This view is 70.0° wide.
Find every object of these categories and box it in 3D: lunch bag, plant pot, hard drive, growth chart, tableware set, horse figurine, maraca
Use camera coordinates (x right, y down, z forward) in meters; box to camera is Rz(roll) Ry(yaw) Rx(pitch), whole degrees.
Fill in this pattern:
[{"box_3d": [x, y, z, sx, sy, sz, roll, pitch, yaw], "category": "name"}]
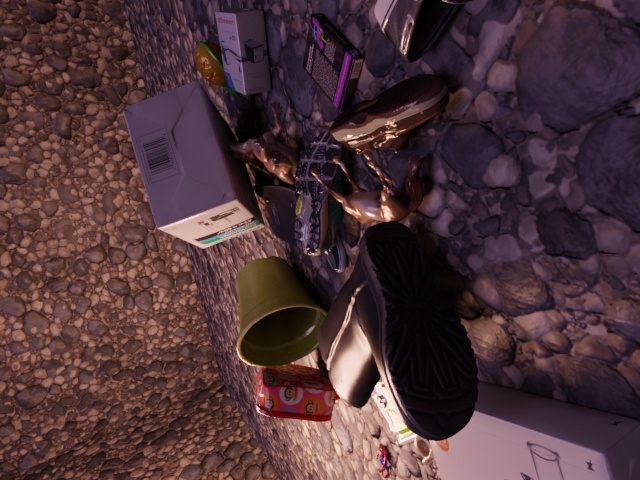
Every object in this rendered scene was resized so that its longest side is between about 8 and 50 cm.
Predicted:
[{"box_3d": [-0.065, 0.452, 1.393, 0.293, 0.258, 0.120, 165, 113, -81], "category": "lunch bag"}, {"box_3d": [-0.139, 0.192, 1.372, 0.254, 0.276, 0.276, -116, 23, -43], "category": "plant pot"}, {"box_3d": [-0.085, -0.075, 1.260, 0.254, 0.054, 0.172, 17, 126, 63], "category": "hard drive"}, {"box_3d": [0.166, 0.399, 1.143, 0.237, 0.021, 0.172, 55, 149, 29], "category": "growth chart"}, {"box_3d": [0.228, 0.403, 0.999, 0.169, 0.020, 0.141, 58, 143, 26], "category": "tableware set"}, {"box_3d": [0.098, -0.086, 0.846, 0.263, 0.066, 0.174, 1, 138, 54], "category": "horse figurine"}, {"box_3d": [-0.303, -0.507, 1.365, 0.186, 0.099, 0.127, 55, 171, -31], "category": "maraca"}]

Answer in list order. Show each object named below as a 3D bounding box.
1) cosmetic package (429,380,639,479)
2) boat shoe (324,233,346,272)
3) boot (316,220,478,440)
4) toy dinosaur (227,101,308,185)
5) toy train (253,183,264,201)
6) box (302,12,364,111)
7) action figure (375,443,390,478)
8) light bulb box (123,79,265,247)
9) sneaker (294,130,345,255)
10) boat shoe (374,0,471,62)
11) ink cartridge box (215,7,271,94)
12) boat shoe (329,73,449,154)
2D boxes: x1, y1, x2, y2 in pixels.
[{"box_3d": [0.330, 0.387, 0.721, 0.377, 0.097, 0.284, -15, 91, 65], "category": "cosmetic package"}, {"box_3d": [0.000, 0.000, 1.119, 0.065, 0.083, 0.183, -6, 102, 64], "category": "boat shoe"}, {"box_3d": [0.105, 0.237, 0.884, 0.445, 0.146, 0.367, 112, 156, -51], "category": "boot"}, {"box_3d": [-0.097, -0.198, 1.148, 0.295, 0.127, 0.200, 45, 159, 14], "category": "toy dinosaur"}, {"box_3d": [-0.169, -0.132, 1.434, 0.158, 0.027, 0.036, 43, 147, 45], "category": "toy train"}, {"box_3d": [0.020, -0.351, 0.899, 0.162, 0.029, 0.116, 56, 150, 26], "category": "box"}, {"box_3d": [0.172, 0.608, 1.270, 0.038, 0.030, 0.115, 35, 135, 59], "category": "action figure"}, {"box_3d": [-0.349, -0.196, 1.342, 0.361, 0.225, 0.358, 66, -175, -79], "category": "light bulb box"}, {"box_3d": [0.008, -0.103, 1.010, 0.107, 0.110, 0.275, 22, 111, 37], "category": "sneaker"}, {"box_3d": [0.157, -0.334, 0.545, 0.102, 0.108, 0.301, 66, 157, 10], "category": "boat shoe"}, {"box_3d": [-0.198, -0.488, 1.179, 0.139, 0.082, 0.191, 38, 141, 49], "category": "ink cartridge box"}, {"box_3d": [0.123, -0.195, 0.758, 0.095, 0.095, 0.257, 45, 162, -24], "category": "boat shoe"}]
